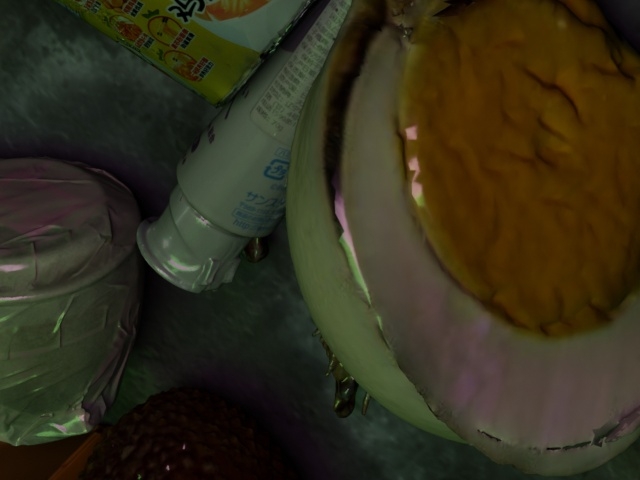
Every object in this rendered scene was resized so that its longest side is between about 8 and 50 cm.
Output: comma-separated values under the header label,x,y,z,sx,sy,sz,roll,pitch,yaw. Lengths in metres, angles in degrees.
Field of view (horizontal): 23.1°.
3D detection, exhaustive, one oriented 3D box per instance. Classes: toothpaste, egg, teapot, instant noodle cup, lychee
label,x,y,z,sx,sy,sz,roll,pitch,yaw
toothpaste,-0.006,-0.092,0.921,0.073,0.114,0.299,45,118,12
egg,0.069,-0.014,0.869,0.174,0.264,0.286,-5,143,48
teapot,-0.227,0.043,1.076,0.221,0.163,0.178,13,126,17
instant noodle cup,-0.063,-0.183,0.883,0.153,0.205,0.205,38,124,-9
lychee,-0.088,0.204,1.082,0.194,0.194,0.194,10,118,19

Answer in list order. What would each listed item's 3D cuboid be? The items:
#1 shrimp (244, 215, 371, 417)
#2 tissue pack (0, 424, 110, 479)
label,x,y,z,sx,sy,sz,roll,pitch,yaw
shrimp,0.001,-0.001,1.021,0.143,0.052,0.251,12,109,26
tissue pack,-0.213,0.309,1.180,0.145,0.194,0.275,-10,109,28
